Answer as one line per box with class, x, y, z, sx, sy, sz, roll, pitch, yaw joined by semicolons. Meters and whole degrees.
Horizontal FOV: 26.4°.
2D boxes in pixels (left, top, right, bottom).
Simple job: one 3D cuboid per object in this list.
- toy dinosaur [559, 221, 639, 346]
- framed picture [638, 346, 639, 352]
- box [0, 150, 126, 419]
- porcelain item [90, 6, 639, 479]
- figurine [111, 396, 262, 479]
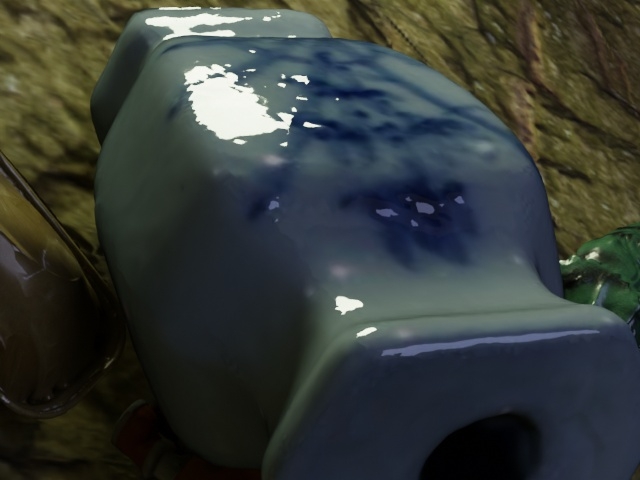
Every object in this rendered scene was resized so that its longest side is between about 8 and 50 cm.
toy dinosaur;0.279;0.039;1.186;0.120;0.079;0.292;42;41;18
framed picture;0.378;0.196;1.235;0.273;0.016;0.216;10;59;-39
box;-0.189;0.018;0.755;0.177;0.111;0.111;51;42;-8
porcelain item;0.000;0.000;0.754;0.242;0.178;0.405;-4;32;-22
figurine;-0.009;0.187;0.790;0.271;0.143;0.143;49;42;6
